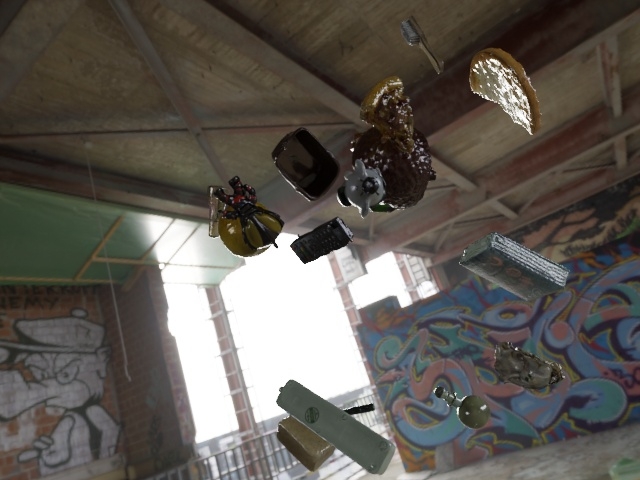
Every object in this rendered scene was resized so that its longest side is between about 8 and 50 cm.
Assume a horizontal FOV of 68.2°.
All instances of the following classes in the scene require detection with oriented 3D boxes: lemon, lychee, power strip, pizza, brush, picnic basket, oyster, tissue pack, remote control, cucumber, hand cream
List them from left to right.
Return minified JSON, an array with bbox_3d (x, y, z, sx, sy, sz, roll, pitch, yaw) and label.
[{"bbox_3d":[-0.403,-0.109,1.822,0.083,0.203,0.084,7,3,0],"label":"hand cream"},{"bbox_3d":[-0.245,-0.038,1.594,0.192,0.231,0.192,-20,-51,-26],"label":"lemon"},{"bbox_3d":[-0.074,-0.322,1.995,0.223,0.129,0.297,-52,-55,-7],"label":"picnic basket"},{"bbox_3d":[0.000,0.000,2.067,0.062,0.145,0.398,-41,9,-36],"label":"remote control"},{"bbox_3d":[0.024,0.497,1.297,0.091,0.385,0.062,-57,-38,-15],"label":"power strip"},{"bbox_3d":[0.145,0.661,1.840,0.133,0.032,0.032,-17,-17,12],"label":"cucumber"},{"bbox_3d":[0.216,-0.222,1.404,0.260,0.261,0.261,-17,-18,-6],"label":"lychee"},{"bbox_3d":[0.186,-0.298,1.168,0.069,0.194,0.154,-8,34,52],"label":"pizza"},{"bbox_3d":[0.381,-0.747,1.811,0.065,0.328,0.070,-19,-32,-2],"label":"brush"},{"bbox_3d":[0.703,0.102,1.741,0.315,0.103,0.228,28,-20,-2],"label":"tissue pack"},{"bbox_3d":[0.505,0.320,1.162,0.053,0.109,0.165,10,9,-45],"label":"oyster"}]

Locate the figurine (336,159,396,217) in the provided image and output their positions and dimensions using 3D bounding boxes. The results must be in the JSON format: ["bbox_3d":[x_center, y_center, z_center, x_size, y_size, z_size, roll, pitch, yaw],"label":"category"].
[{"bbox_3d":[0.108,-0.130,1.194,0.126,0.147,0.192,-14,5,-8],"label":"figurine"}]

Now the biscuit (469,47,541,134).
[{"bbox_3d":[0.529,-0.451,1.360,0.040,0.309,0.205,-30,-42,-1],"label":"biscuit"}]

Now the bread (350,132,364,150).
[{"bbox_3d":[0.202,-0.385,1.916,0.160,0.073,0.160,13,2,0],"label":"bread"}]

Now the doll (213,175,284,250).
[{"bbox_3d":[-0.202,-0.066,1.381,0.127,0.249,0.088,-28,16,23],"label":"doll"}]

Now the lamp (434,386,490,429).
[{"bbox_3d":[0.393,0.460,1.327,0.091,0.163,0.091,-60,-3,-4],"label":"lamp"}]

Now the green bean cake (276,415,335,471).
[{"bbox_3d":[-0.047,0.640,1.526,0.109,0.179,0.085,-17,-51,-45],"label":"green bean cake"}]
